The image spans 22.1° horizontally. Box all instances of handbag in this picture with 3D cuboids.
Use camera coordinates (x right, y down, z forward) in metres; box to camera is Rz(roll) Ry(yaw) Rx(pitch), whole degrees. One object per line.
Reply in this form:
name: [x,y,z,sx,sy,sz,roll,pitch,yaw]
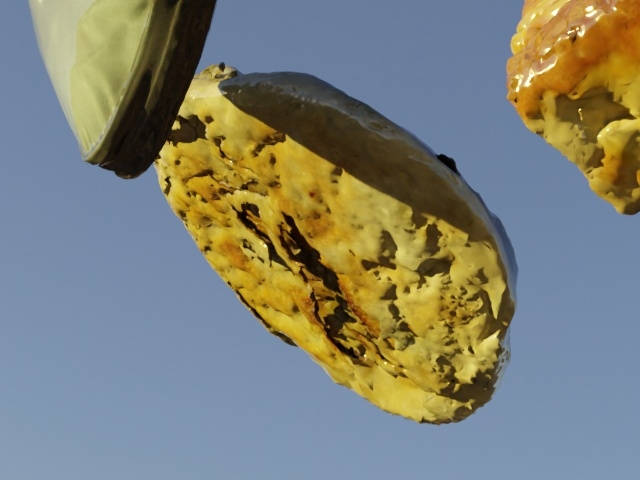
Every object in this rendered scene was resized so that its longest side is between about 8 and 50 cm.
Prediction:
handbag: [-0.135,-0.193,0.999,0.075,0.332,0.191,5,-57,-27]

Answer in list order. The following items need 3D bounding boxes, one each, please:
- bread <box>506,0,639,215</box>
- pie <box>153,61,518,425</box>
bread: [0.223,-0.153,0.778,0.275,0.184,0.114,-33,-66,29]
pie: [0.000,-0.001,1.182,0.339,0.077,0.339,32,-31,21]
